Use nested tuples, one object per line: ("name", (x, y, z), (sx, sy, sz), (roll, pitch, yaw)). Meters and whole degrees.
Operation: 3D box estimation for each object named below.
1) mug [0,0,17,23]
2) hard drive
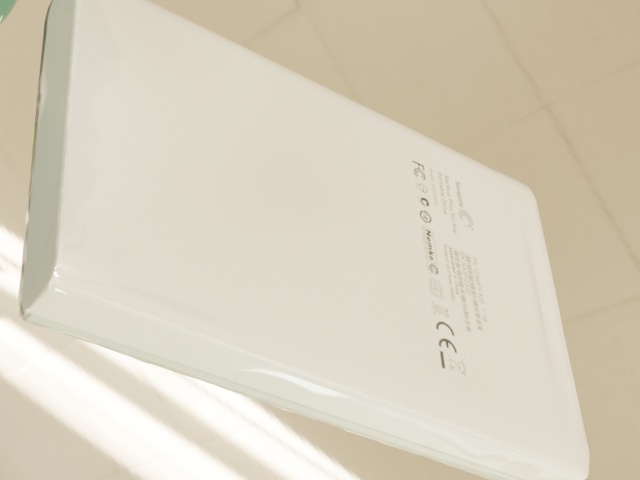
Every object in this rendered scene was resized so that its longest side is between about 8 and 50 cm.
("mug", (-0.286, -0.195, 1.019), (0.129, 0.097, 0.157), (43, 110, 16))
("hard drive", (0.000, 0.000, 0.716), (0.307, 0.203, 0.040), (22, 134, -29))
